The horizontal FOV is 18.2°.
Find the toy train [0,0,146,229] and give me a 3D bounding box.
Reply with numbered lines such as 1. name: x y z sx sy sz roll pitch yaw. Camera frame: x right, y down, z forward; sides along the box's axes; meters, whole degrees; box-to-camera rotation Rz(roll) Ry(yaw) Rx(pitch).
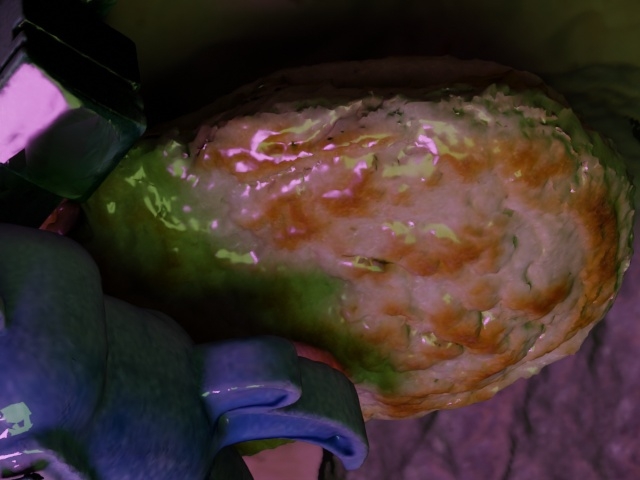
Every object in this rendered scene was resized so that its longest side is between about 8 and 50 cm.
1. toy train: -0.131 -0.026 0.729 0.071 0.111 0.170 31 115 -26

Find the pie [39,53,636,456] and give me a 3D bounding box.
1. pie: 0.000 0.000 0.781 0.248 0.090 0.201 -13 140 11

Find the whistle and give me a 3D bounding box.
1. whistle: -0.079 0.074 0.736 0.180 0.093 0.269 -13 155 9
